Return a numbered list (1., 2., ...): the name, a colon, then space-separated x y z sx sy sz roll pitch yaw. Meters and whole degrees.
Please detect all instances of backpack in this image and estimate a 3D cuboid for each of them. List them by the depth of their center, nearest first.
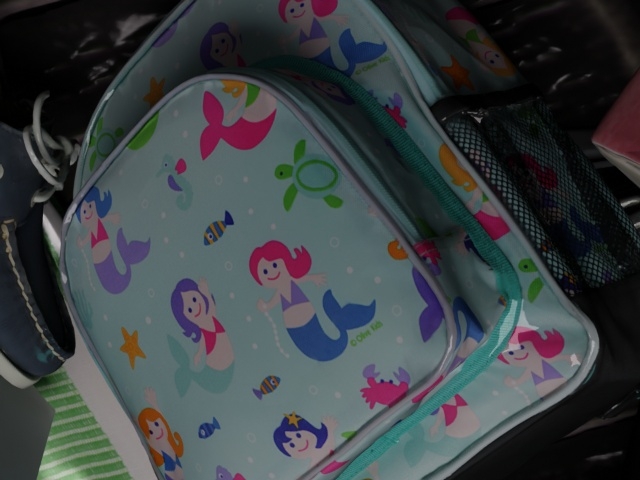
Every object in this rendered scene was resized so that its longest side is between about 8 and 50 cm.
1. backpack: 0.000 0.000 0.660 0.225 0.253 0.191 -41 156 32

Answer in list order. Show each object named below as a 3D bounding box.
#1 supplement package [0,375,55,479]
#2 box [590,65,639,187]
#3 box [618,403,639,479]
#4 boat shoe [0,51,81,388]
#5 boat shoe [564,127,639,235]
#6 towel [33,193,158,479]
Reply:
1. supplement package: -0.309 0.145 0.732 0.293 0.177 0.175 -33 111 13
2. box: 0.247 -0.080 0.584 0.148 0.127 0.232 34 92 -44
3. box: 0.314 0.245 0.871 0.294 0.183 0.296 11 130 9
4. boat shoe: -0.162 -0.052 0.706 0.079 0.095 0.254 -19 101 -2
5. boat shoe: 0.239 0.001 0.738 0.335 0.119 0.121 -9 129 9
6. towel: -0.252 0.110 0.835 0.325 0.038 0.248 -26 112 9
